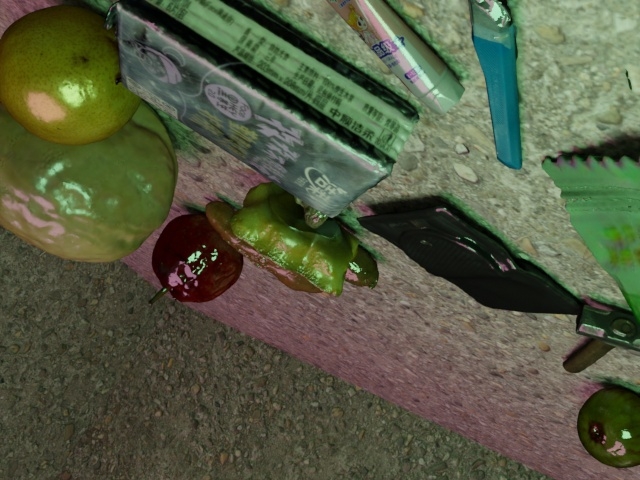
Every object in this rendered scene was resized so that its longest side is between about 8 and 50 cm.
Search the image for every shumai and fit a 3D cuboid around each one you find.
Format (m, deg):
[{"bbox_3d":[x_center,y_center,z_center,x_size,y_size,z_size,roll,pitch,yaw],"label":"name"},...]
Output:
[{"bbox_3d":[-0.016,-0.071,1.176,0.080,0.082,0.083,34,141,-11],"label":"shumai"}]

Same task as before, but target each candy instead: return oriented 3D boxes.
[{"bbox_3d":[0.401,0.064,0.711,0.398,0.172,0.263,45,162,-13],"label":"candy"}]

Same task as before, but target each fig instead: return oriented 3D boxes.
[{"bbox_3d":[0.607,0.353,1.355,0.260,0.151,0.151,7,177,-31],"label":"fig"}]

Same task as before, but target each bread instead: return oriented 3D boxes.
[{"bbox_3d":[-0.036,-0.015,1.246,0.233,0.160,0.088,27,121,-6],"label":"bread"}]

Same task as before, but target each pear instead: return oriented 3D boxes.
[{"bbox_3d":[-0.357,-0.237,1.038,0.209,0.208,0.209,27,164,9],"label":"pear"}]

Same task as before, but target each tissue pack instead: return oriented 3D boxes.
[{"bbox_3d":[-0.081,-0.175,0.902,0.361,0.122,0.259,30,166,-7],"label":"tissue pack"}]

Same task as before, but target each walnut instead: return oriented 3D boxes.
[{"bbox_3d":[-0.444,-0.130,1.292,0.381,0.381,0.381,27,164,9],"label":"walnut"}]

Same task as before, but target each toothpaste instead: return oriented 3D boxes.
[{"bbox_3d":[0.064,-0.203,0.703,0.194,0.042,0.067,41,164,-17],"label":"toothpaste"}]

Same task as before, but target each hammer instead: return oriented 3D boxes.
[{"bbox_3d":[0.446,0.181,1.173,0.111,0.043,0.365,15,163,13],"label":"hammer"}]

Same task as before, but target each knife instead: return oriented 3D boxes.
[{"bbox_3d":[0.175,-0.149,0.699,0.044,0.026,0.296,25,166,26],"label":"knife"}]

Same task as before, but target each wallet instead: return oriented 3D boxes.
[{"bbox_3d":[0.235,0.038,1.127,0.323,0.041,0.247,31,166,-22],"label":"wallet"}]

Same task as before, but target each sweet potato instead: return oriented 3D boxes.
[{"bbox_3d":[0.000,0.000,1.364,0.273,0.075,0.075,35,163,-10],"label":"sweet potato"},{"bbox_3d":[-0.104,0.026,1.578,0.355,0.095,0.106,33,-169,-15],"label":"sweet potato"}]

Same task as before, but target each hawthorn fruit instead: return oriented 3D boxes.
[{"bbox_3d":[-0.328,0.064,1.787,0.210,0.266,0.230,41,170,37],"label":"hawthorn fruit"}]
